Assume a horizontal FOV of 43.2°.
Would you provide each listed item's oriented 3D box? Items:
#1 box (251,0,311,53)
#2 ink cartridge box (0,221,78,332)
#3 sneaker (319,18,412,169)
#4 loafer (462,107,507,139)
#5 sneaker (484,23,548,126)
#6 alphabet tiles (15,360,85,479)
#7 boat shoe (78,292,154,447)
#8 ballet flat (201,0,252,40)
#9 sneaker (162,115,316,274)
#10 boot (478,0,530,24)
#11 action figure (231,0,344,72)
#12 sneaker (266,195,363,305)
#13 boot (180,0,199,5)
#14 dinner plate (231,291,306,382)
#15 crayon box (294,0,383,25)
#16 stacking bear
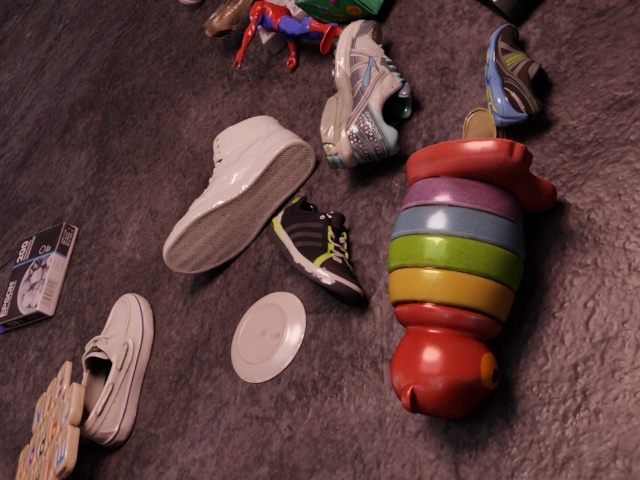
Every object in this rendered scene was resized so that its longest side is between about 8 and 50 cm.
[{"bbox_3d":[-0.063,-0.460,1.547,0.145,0.038,0.186,-37,44,19],"label":"box"},{"bbox_3d":[-0.602,0.080,1.668,0.208,0.045,0.206,-19,51,35],"label":"ink cartridge box"},{"bbox_3d":[0.084,-0.222,1.215,0.122,0.110,0.283,-2,56,17],"label":"sneaker"},{"bbox_3d":[0.208,-0.118,1.042,0.056,0.050,0.148,-22,49,31],"label":"loafer"},{"bbox_3d":[0.257,-0.215,1.064,0.078,0.067,0.188,0,47,6],"label":"sneaker"},{"bbox_3d":[-0.433,0.345,1.271,0.284,0.021,0.278,-47,36,38],"label":"alphabet tiles"},{"bbox_3d":[-0.342,0.196,1.307,0.096,0.088,0.268,-18,51,34],"label":"boat shoe"},{"bbox_3d":[-0.131,-0.484,1.566,0.250,0.058,0.084,-48,18,-1],"label":"ballet flat"},{"bbox_3d":[-0.153,-0.081,1.322,0.292,0.108,0.169,-41,39,-1],"label":"sneaker"},{"bbox_3d":[0.279,-0.450,1.173,0.207,0.094,0.246,-47,47,12],"label":"boot"},{"bbox_3d":[-0.056,-0.334,1.399,0.280,0.091,0.139,38,116,46],"label":"action figure"},{"bbox_3d":[0.000,0.000,1.128,0.097,0.084,0.234,-50,40,2],"label":"sneaker"},{"bbox_3d":[-0.232,-0.643,1.790,0.123,0.095,0.258,-4,59,49],"label":"boot"},{"bbox_3d":[-0.080,0.135,1.161,0.141,0.017,0.141,-22,50,30],"label":"dinner plate"},{"bbox_3d":[0.079,-0.516,1.389,0.165,0.081,0.278,12,75,58],"label":"crayon box"},{"bbox_3d":[0.150,0.054,0.899,0.164,0.175,0.289,3,73,32],"label":"stacking bear"}]
